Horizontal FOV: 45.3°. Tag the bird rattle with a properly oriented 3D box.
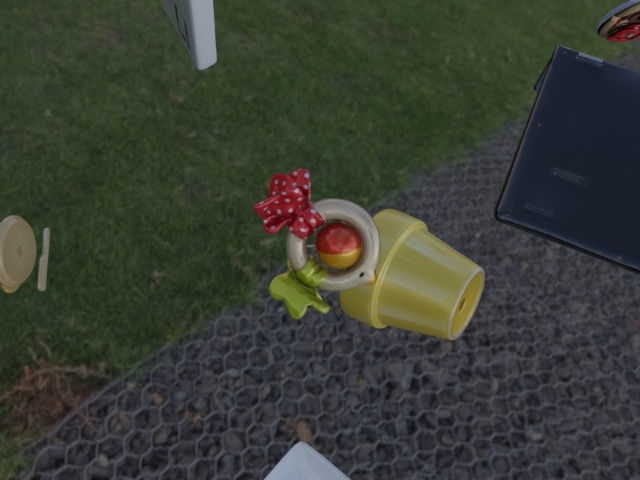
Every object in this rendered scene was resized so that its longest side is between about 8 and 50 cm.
[{"bbox_3d":[0.000,0.000,1.329,0.206,0.254,0.143,-4,8,4],"label":"bird rattle"}]

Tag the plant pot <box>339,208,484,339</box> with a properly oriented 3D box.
[{"bbox_3d":[0.204,0.090,1.624,0.238,0.254,0.254,24,35,26],"label":"plant pot"}]

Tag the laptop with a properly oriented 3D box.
[{"bbox_3d":[0.425,-0.062,0.948,0.381,0.236,0.408,21,61,9],"label":"laptop"}]

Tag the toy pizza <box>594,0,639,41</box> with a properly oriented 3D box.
[{"bbox_3d":[0.518,-0.338,1.154,0.201,0.201,0.032,-8,84,-34],"label":"toy pizza"}]

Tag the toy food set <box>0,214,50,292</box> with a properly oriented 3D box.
[{"bbox_3d":[-0.529,0.022,1.306,0.038,0.192,0.133,2,82,10],"label":"toy food set"}]

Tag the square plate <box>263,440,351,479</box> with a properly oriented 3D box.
[{"bbox_3d":[-0.018,0.509,1.060,0.344,0.049,0.347,31,65,31],"label":"square plate"}]

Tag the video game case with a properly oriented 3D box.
[{"bbox_3d":[-0.151,-0.288,0.682,0.026,0.227,0.206,-28,81,-11],"label":"video game case"}]
